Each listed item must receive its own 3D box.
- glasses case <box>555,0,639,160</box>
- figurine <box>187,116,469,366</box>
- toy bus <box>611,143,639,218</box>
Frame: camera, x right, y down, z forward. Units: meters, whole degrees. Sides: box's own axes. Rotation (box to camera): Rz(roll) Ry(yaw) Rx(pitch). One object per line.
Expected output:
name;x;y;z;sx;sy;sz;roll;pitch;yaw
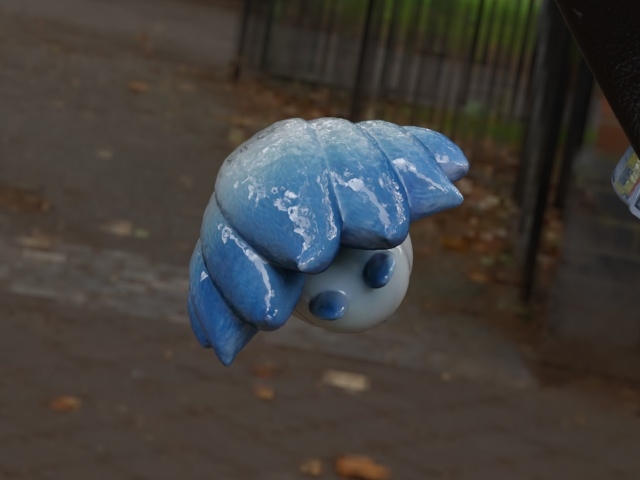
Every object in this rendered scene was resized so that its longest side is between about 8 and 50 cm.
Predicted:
glasses case;0.228;-0.065;1.048;0.122;0.314;0.075;-26;20;21
figurine;0.000;0.000;0.643;0.114;0.079;0.114;-26;12;6
toy bus;0.277;-0.099;1.394;0.064;0.190;0.075;27;11;-22
